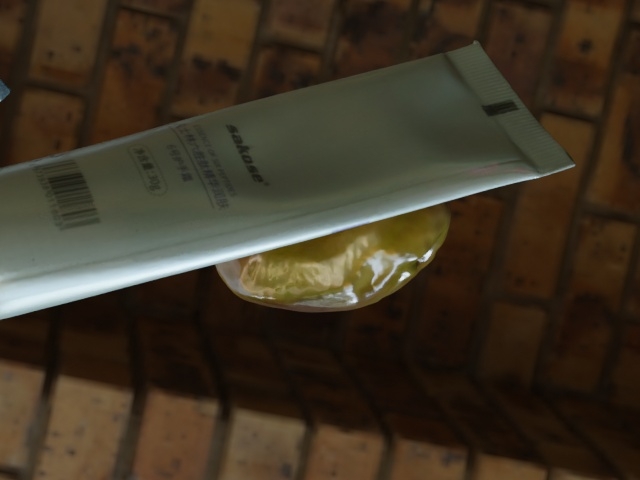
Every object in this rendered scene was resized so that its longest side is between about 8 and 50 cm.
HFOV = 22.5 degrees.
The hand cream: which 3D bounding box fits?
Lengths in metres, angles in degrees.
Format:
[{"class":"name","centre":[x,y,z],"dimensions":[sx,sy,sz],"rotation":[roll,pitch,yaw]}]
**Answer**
[{"class":"hand cream","centre":[-0.037,-0.034,0.808],"dimensions":[0.067,0.320,0.109],"rotation":[90,-23,-45]}]

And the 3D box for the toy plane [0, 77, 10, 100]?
[{"class":"toy plane","centre":[-0.256,-0.170,0.895],"dimensions":[0.060,0.235,0.096],"rotation":[-41,-135,-6]}]

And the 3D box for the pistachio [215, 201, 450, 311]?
[{"class":"pistachio","centre":[0.000,0.001,1.082],"dimensions":[0.110,0.189,0.100],"rotation":[29,63,-66]}]
